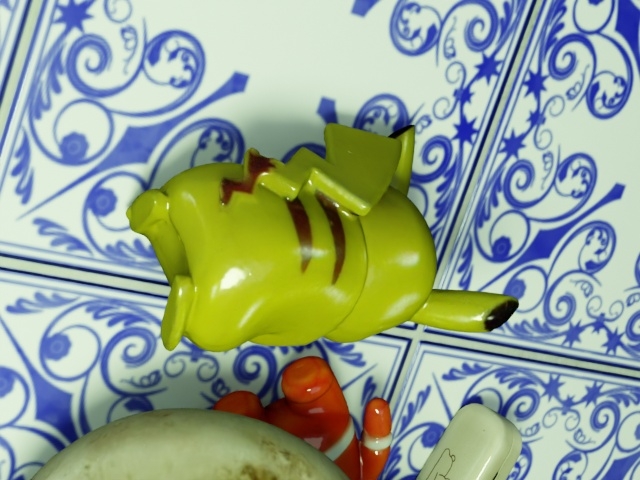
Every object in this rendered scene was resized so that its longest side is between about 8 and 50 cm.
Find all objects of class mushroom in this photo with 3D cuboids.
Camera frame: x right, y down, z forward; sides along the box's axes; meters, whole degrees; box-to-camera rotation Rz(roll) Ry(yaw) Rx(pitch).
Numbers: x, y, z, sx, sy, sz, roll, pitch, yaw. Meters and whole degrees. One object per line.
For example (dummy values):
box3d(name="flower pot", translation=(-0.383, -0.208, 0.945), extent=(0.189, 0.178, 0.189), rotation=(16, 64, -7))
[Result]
box3d(name="mushroom", translation=(-0.112, 0.328, 1.181), extent=(0.362, 0.295, 0.362), rotation=(-2, 114, -4))

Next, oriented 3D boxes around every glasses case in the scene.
box3d(name="glasses case", translation=(0.141, 0.270, 1.473), extent=(0.050, 0.083, 0.196), rotation=(30, 90, -35))

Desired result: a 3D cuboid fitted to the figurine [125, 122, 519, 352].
box3d(name="figurine", translation=(-0.006, 0.000, 1.227), extent=(0.326, 0.218, 0.169), rotation=(4, 147, -41))

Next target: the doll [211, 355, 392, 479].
box3d(name="doll", translation=(0.007, 0.271, 1.372), extent=(0.199, 0.105, 0.336), rotation=(-26, 121, -5))
